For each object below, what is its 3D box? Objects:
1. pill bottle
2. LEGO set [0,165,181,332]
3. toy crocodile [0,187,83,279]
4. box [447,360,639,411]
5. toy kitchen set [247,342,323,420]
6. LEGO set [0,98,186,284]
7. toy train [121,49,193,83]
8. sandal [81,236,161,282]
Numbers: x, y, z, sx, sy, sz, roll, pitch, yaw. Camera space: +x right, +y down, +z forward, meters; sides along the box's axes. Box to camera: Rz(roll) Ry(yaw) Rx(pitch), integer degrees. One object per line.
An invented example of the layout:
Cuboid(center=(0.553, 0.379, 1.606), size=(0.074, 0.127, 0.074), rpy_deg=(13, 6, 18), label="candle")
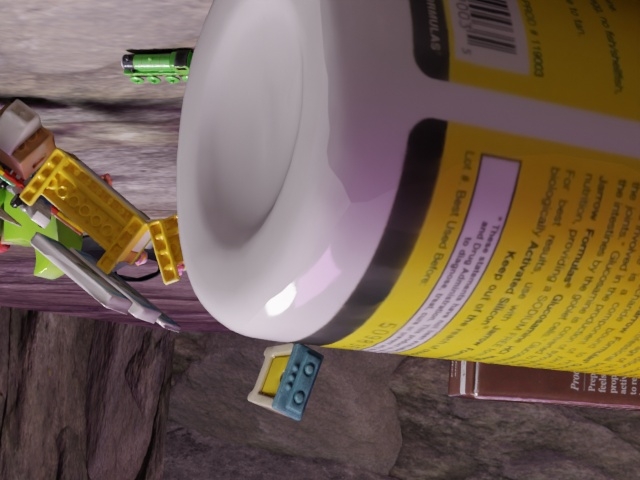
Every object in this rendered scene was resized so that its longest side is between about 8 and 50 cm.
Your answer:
Cuboid(center=(0.115, -0.031, 0.667), size=(0.334, 0.187, 0.188), rpy_deg=(8, 172, -26), label="pill bottle")
Cuboid(center=(-0.211, -0.027, 1.091), size=(0.244, 0.060, 0.182), rpy_deg=(38, 179, 15), label="LEGO set")
Cuboid(center=(-0.395, -0.026, 1.353), size=(0.341, 0.105, 0.115), rpy_deg=(4, 173, 5), label="toy crocodile")
Cuboid(center=(0.322, 0.072, 1.339), size=(0.381, 0.191, 0.143), rpy_deg=(6, 173, -6), label="box")
Cuboid(center=(-0.073, 0.086, 1.568), size=(0.207, 0.166, 0.122), rpy_deg=(30, 161, -28), label="toy kitchen set")
Cuboid(center=(-0.111, -0.029, 1.045), size=(0.287, 0.132, 0.107), rpy_deg=(3, 174, 16), label="LEGO set")
Cuboid(center=(-0.086, -0.108, 0.869), size=(0.083, 0.017, 0.024), rpy_deg=(2, 162, 22), label="toy train")
Cuboid(center=(-0.240, 0.025, 1.847), size=(0.097, 0.054, 0.254), rpy_deg=(11, 170, -40), label="sandal")
